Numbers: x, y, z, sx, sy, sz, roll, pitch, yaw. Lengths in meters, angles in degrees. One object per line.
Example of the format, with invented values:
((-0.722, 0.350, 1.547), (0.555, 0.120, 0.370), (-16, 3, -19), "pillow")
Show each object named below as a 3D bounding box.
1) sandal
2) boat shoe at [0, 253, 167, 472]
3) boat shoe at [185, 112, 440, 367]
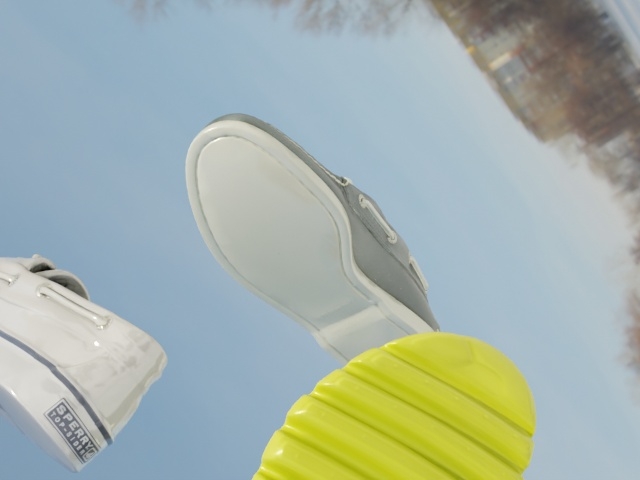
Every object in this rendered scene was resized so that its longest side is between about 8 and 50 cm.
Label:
((-0.004, 0.180, 0.632), (0.126, 0.317, 0.138), (42, 165, 11), "sandal")
((-0.173, 0.053, 0.673), (0.258, 0.084, 0.095), (25, 149, 47), "boat shoe")
((0.000, 0.000, 0.953), (0.319, 0.116, 0.099), (48, -149, -34), "boat shoe")
